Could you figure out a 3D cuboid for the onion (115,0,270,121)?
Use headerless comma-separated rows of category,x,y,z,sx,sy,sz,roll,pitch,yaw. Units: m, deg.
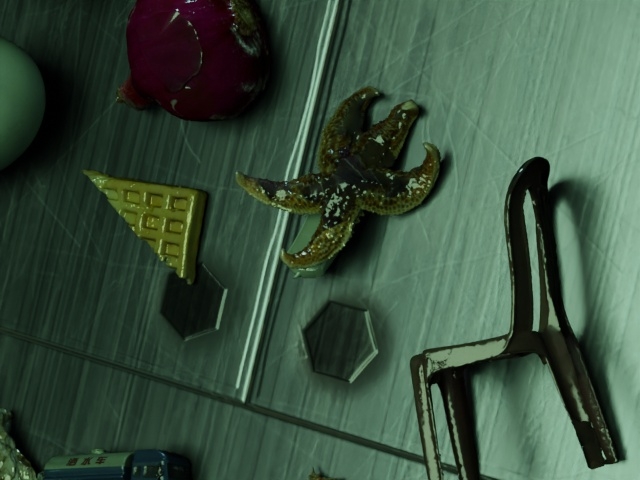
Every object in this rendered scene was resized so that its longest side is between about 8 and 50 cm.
onion,-0.176,-0.221,1.894,0.218,0.140,0.195,-27,80,26

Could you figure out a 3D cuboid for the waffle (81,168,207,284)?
waffle,-0.231,-0.019,1.955,0.191,0.032,0.125,7,90,30

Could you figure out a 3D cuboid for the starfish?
starfish,0.021,-0.068,1.790,0.216,0.071,0.238,15,68,22

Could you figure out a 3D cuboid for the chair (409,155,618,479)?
chair,0.183,0.094,1.644,0.183,0.175,0.326,-14,81,17

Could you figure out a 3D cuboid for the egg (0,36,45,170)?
egg,-0.465,-0.161,2.002,0.264,0.183,0.183,-25,74,30

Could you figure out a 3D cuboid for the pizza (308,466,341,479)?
pizza,0.019,0.318,1.786,0.100,0.029,0.099,15,93,28

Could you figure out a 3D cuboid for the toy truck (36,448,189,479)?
toy truck,-0.252,0.296,1.910,0.201,0.074,0.088,-7,72,27

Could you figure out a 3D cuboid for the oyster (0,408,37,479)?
oyster,-0.389,0.319,1.980,0.106,0.061,0.200,-46,67,17

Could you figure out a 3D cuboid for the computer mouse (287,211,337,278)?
computer mouse,0.000,0.000,1.821,0.056,0.032,0.110,26,81,21
